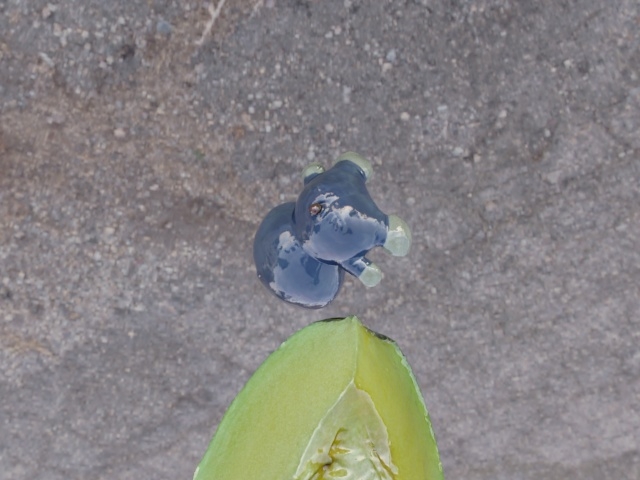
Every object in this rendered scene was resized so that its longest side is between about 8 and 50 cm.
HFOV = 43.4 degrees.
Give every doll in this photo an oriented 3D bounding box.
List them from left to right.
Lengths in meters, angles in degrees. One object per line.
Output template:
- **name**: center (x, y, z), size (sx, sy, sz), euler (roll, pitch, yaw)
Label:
- **doll**: center (0.000, 0.000, 1.277), size (0.154, 0.228, 0.258), euler (-13, 154, -40)

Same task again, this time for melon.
- **melon**: center (0.019, 0.276, 0.924), size (0.331, 0.344, 0.226), euler (11, 146, 6)
